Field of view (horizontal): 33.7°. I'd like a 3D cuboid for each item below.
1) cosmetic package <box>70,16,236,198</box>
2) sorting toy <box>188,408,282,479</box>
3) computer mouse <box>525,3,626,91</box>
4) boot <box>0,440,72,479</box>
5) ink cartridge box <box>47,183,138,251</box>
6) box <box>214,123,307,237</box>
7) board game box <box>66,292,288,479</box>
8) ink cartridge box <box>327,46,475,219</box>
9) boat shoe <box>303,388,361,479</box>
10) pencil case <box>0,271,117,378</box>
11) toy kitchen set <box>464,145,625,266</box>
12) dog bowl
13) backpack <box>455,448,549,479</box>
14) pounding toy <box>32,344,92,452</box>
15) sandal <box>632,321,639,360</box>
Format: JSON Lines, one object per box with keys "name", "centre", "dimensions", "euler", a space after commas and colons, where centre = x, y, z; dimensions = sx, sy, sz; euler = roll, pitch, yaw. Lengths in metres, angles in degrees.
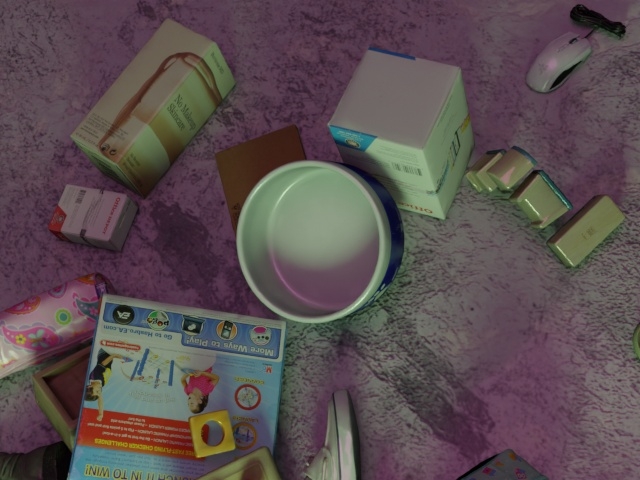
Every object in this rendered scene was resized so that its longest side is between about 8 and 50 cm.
{"name": "cosmetic package", "centre": [-0.308, -0.247, 1.980], "dimensions": [0.129, 0.153, 0.296], "euler": [30, 77, 24]}
{"name": "sorting toy", "centre": [-0.119, 0.418, 1.544], "dimensions": [0.196, 0.047, 0.347], "euler": [-22, 87, -30]}
{"name": "computer mouse", "centre": [0.444, -0.341, 1.879], "dimensions": [0.193, 0.042, 0.106], "euler": [-45, 63, -9]}
{"name": "boot", "centre": [-0.482, 0.457, 1.735], "dimensions": [0.161, 0.083, 0.246], "euler": [-17, 59, 19]}
{"name": "ink cartridge box", "centre": [-0.421, -0.042, 1.962], "dimensions": [0.135, 0.056, 0.099], "euler": [11, 68, 21]}
{"name": "box", "centre": [-0.096, -0.102, 1.923], "dimensions": [0.164, 0.021, 0.201], "euler": [-20, 61, 5]}
{"name": "board game box", "centre": [-0.221, 0.258, 1.672], "dimensions": [0.308, 0.086, 0.302], "euler": [10, 65, -9]}
{"name": "ink cartridge box", "centre": [0.144, -0.176, 1.772], "dimensions": [0.171, 0.232, 0.168], "euler": [17, 68, 22]}
{"name": "boat shoe", "centre": [0.017, 0.363, 1.627], "dimensions": [0.088, 0.096, 0.267], "euler": [-5, 72, 8]}
{"name": "pencil case", "centre": [-0.484, 0.156, 1.846], "dimensions": [0.284, 0.124, 0.124], "euler": [-22, 61, 1]}
{"name": "toy kitchen set", "centre": [0.369, -0.075, 1.760], "dimensions": [0.122, 0.166, 0.207], "euler": [-42, 98, -6]}
{"name": "dog bowl", "centre": [0.000, 0.000, 1.736], "dimensions": [0.265, 0.104, 0.264], "euler": [1, 93, 24]}
{"name": "backpack", "centre": [0.248, 0.394, 1.491], "dimensions": [0.144, 0.165, 0.188], "euler": [28, 36, 26]}
{"name": "pounding toy", "centre": [-0.347, 0.280, 1.763], "dimensions": [0.181, 0.094, 0.206], "euler": [-28, 58, -29]}
{"name": "sandal", "centre": [0.586, 0.213, 1.541], "dimensions": [0.303, 0.086, 0.120], "euler": [37, 79, 26]}
